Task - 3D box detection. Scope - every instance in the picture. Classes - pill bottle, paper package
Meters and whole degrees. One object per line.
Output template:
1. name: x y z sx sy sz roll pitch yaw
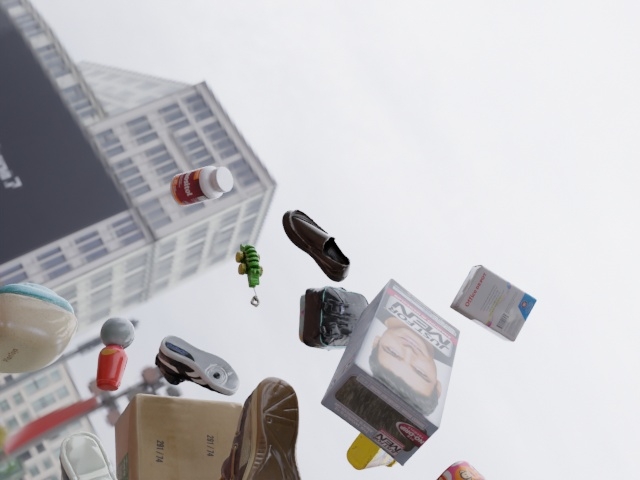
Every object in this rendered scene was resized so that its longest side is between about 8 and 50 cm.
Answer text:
1. pill bottle: -0.301 -0.142 2.278 0.152 0.086 0.086 -12 -74 32
2. paper package: -0.331 0.552 2.165 0.168 0.310 0.324 -58 -148 38

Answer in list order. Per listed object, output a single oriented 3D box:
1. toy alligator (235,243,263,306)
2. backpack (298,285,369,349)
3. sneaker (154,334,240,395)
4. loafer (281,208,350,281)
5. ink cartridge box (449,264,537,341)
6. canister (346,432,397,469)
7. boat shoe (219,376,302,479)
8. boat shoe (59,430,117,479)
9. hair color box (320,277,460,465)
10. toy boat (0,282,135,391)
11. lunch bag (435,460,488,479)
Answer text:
1. toy alligator: -0.163 0.070 2.153 0.051 0.056 0.189 -57 -143 40
2. backpack: 0.038 0.206 2.340 0.144 0.188 0.165 -12 -106 52
3. sneaker: -0.297 0.321 2.151 0.217 0.079 0.121 33 -46 5
4. loafer: 0.000 0.000 2.183 0.220 0.080 0.078 45 -39 1
5. ink cartridge box: 0.304 0.111 1.582 0.122 0.088 0.052 32 -9 -7
6. canister: 0.151 0.513 2.243 0.073 0.170 0.126 43 -73 30
7. boat shoe: -0.115 0.419 1.608 0.123 0.123 0.341 -35 -137 42
8. boat shoe: -0.425 0.519 1.696 0.319 0.116 0.099 61 -36 35
9. hair color box: 0.144 0.233 1.687 0.185 0.374 0.113 37 -65 -2
10. toy boat: -0.503 0.174 1.681 0.267 0.318 0.148 -33 -137 43
11. lunch bag: 0.350 0.709 2.212 0.293 0.258 0.120 45 -2 -34
